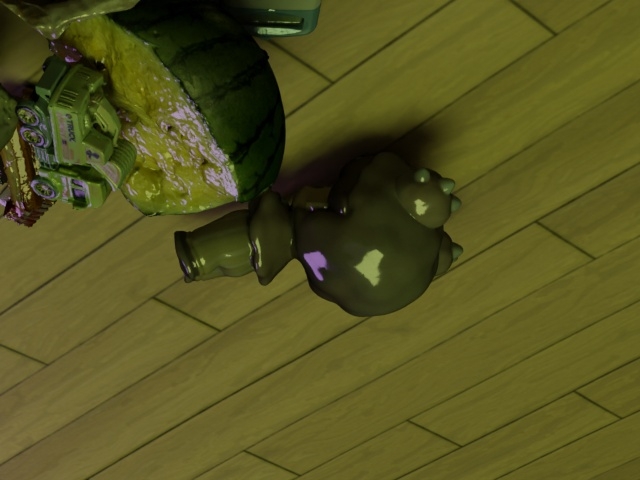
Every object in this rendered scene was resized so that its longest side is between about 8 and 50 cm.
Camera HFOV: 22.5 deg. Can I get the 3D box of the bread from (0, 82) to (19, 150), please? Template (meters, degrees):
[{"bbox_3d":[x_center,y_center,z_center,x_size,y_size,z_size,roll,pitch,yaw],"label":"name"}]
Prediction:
[{"bbox_3d":[-0.489,-0.150,1.760,0.239,0.264,0.395,-51,137,7],"label":"bread"}]

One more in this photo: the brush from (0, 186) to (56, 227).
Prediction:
[{"bbox_3d":[-0.317,-0.114,2.063,0.060,0.050,0.321,24,134,-28],"label":"brush"}]

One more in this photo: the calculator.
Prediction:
[{"bbox_3d":[-0.053,-0.303,1.840,0.121,0.039,0.210,3,144,-8],"label":"calculator"}]

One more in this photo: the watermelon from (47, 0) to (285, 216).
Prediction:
[{"bbox_3d":[-0.159,-0.177,1.853,0.189,0.331,0.331,-38,157,-31],"label":"watermelon"}]

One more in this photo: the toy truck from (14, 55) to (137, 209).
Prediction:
[{"bbox_3d":[-0.268,-0.117,1.815,0.116,0.085,0.191,17,144,13],"label":"toy truck"}]

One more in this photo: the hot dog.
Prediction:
[{"bbox_3d":[-0.366,-0.110,2.009,0.071,0.045,0.165,-30,129,-34],"label":"hot dog"}]

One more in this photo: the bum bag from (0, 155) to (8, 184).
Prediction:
[{"bbox_3d":[-0.480,-0.108,2.075,0.159,0.026,0.109,-3,144,7],"label":"bum bag"}]

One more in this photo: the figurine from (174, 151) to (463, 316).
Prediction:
[{"bbox_3d":[-0.001,0.000,2.122,0.381,0.203,0.248,-5,147,2],"label":"figurine"}]

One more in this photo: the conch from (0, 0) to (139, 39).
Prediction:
[{"bbox_3d":[-0.249,-0.335,1.636,0.324,0.263,0.186,34,165,6],"label":"conch"}]
